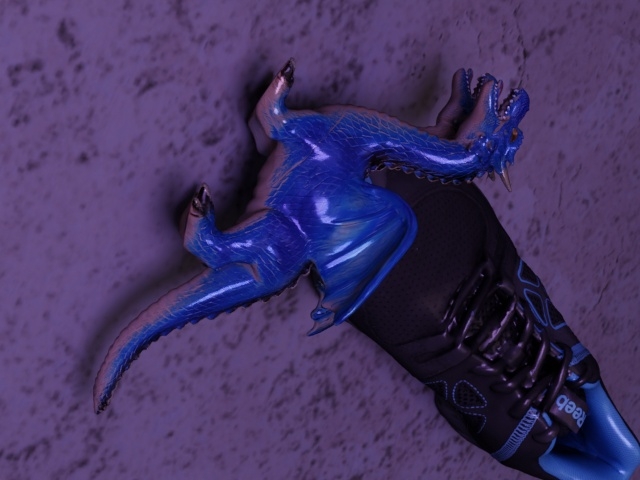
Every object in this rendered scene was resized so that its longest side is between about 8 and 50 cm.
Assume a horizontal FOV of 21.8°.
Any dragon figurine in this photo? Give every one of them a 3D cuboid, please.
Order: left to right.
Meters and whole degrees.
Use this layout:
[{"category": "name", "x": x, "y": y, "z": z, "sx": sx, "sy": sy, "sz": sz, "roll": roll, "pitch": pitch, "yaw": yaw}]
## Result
[{"category": "dragon figurine", "x": 0.000, "y": 0.000, "z": 0.918, "sx": 0.289, "sy": 0.144, "sz": 0.085, "roll": -57, "pitch": -175, "yaw": -12}]

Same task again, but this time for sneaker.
[{"category": "sneaker", "x": 0.115, "y": 0.057, "z": 1.088, "sx": 0.125, "sy": 0.139, "sz": 0.341, "roll": -51, "pitch": 138, "yaw": -6}]
